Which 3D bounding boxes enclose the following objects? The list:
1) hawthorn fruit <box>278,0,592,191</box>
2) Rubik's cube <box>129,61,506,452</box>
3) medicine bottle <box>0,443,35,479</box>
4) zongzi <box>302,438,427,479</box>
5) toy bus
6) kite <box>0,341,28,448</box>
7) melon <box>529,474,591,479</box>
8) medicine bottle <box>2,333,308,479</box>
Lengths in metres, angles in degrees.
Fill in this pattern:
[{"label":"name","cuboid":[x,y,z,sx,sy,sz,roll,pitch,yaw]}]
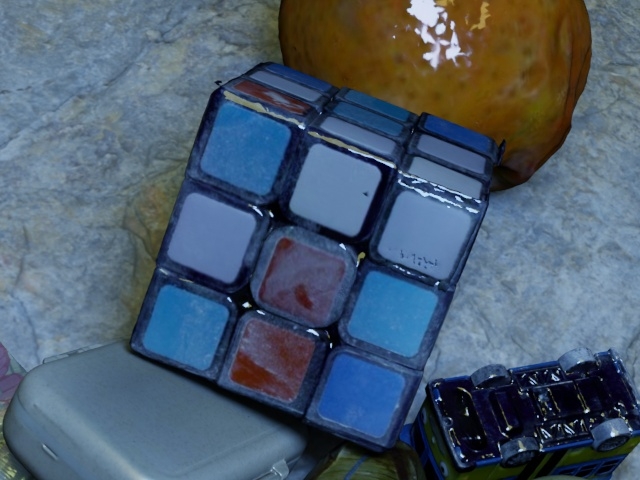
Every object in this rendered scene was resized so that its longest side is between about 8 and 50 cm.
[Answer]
[{"label":"hawthorn fruit","cuboid":[0.180,-0.274,1.986,0.472,0.471,0.471,8,53,-10]},{"label":"Rubik's cube","cuboid":[0.000,0.000,1.689,0.359,0.363,0.362,22,19,-1]},{"label":"medicine bottle","cuboid":[-0.290,0.333,1.572,0.225,0.139,0.139,35,54,10]},{"label":"zongzi","cuboid":[-0.090,0.394,1.574,0.432,0.207,0.403,3,46,7]},{"label":"toy bus","cuboid":[0.266,0.249,1.764,0.288,0.175,0.138,-7,58,-20]},{"label":"kite","cuboid":[-0.499,0.133,1.734,0.204,0.022,0.360,-20,63,-27]},{"label":"melon","cuboid":[0.262,0.440,1.569,0.269,0.268,0.330,31,62,8]},{"label":"medicine bottle","cuboid":[-0.186,0.226,1.592,0.282,0.123,0.375,37,19,19]}]
